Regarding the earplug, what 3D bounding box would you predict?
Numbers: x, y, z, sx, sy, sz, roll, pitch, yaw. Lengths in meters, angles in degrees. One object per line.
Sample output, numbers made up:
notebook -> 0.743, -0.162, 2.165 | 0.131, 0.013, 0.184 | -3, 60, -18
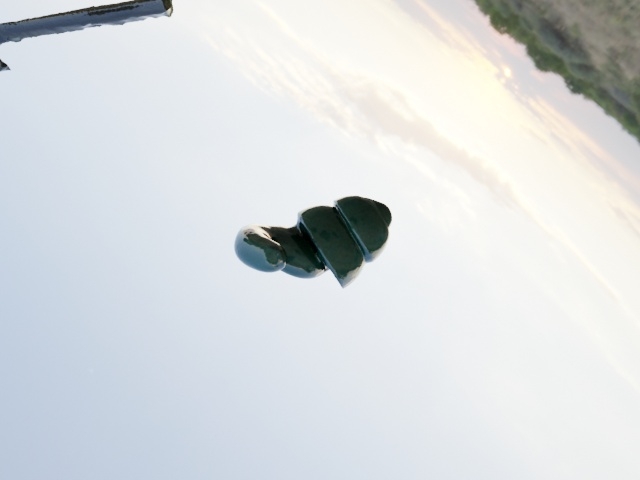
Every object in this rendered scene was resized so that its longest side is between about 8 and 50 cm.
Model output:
earplug -> -0.004, -0.007, 1.056 | 0.164, 0.280, 0.257 | 58, 172, 31

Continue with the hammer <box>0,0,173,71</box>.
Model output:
hammer -> -0.332, -0.288, 0.798 | 0.125, 0.297, 0.027 | 74, -161, -47
